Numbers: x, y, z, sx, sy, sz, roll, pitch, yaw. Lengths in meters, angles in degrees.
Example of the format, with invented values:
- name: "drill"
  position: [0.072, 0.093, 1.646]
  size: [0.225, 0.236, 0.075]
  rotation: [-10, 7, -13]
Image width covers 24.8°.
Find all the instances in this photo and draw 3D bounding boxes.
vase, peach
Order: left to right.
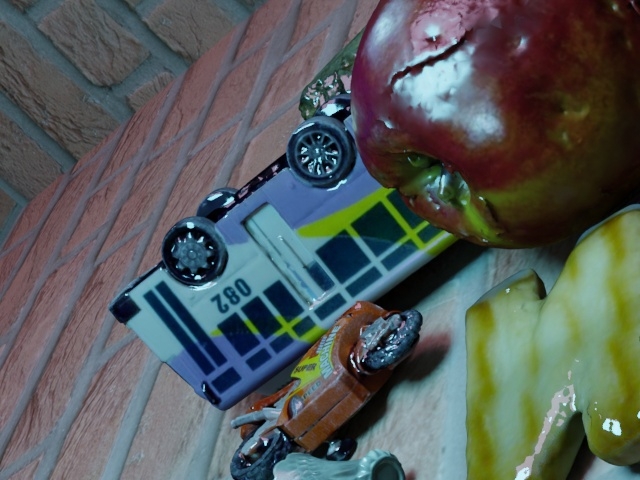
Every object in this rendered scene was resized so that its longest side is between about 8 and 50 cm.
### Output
- name: "vase"
  position: [0.023, 0.256, 1.525]
  size: [0.149, 0.081, 0.081]
  rotation: [-16, 36, 48]
- name: "peach"
  position: [0.245, -0.184, 1.536]
  size: [0.353, 0.339, 0.416]
  rotation: [14, 53, 49]

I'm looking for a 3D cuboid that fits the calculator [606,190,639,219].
- name: "calculator"
  position: [0.350, -0.010, 1.418]
  size: [0.127, 0.034, 0.190]
  rotation: [-40, 26, 17]

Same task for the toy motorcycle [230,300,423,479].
- name: "toy motorcycle"
  position: [0.010, 0.172, 1.686]
  size: [0.298, 0.089, 0.171]
  rotation: [-43, 19, 15]

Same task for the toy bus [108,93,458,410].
- name: "toy bus"
  position: [-0.025, 0.011, 1.824]
  size: [0.440, 0.249, 0.209]
  rotation: [-37, 5, 17]

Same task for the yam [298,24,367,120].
- name: "yam"
  position: [0.122, -0.240, 2.105]
  size: [0.300, 0.195, 0.195]
  rotation: [-45, 19, 4]

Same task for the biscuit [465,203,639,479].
- name: "biscuit"
  position: [0.230, 0.114, 1.343]
  size: [0.237, 0.062, 0.290]
  rotation: [-36, 29, 30]
